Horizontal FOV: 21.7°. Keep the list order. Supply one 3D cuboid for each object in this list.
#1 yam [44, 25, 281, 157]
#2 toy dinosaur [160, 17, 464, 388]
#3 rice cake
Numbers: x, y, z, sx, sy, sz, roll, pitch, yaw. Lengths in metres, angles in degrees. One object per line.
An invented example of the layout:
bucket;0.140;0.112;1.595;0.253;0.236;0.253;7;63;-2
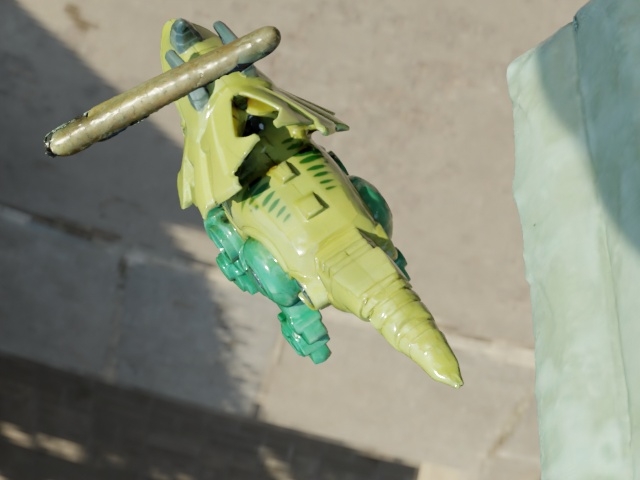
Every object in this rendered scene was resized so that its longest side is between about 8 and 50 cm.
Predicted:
yam;-0.063;-0.059;0.664;0.107;0.014;0.014;-25;138;13
toy dinosaur;0.000;0.000;0.836;0.259;0.094;0.153;51;170;33
rice cake;0.108;-0.005;0.506;0.038;0.211;0.124;25;142;-29
